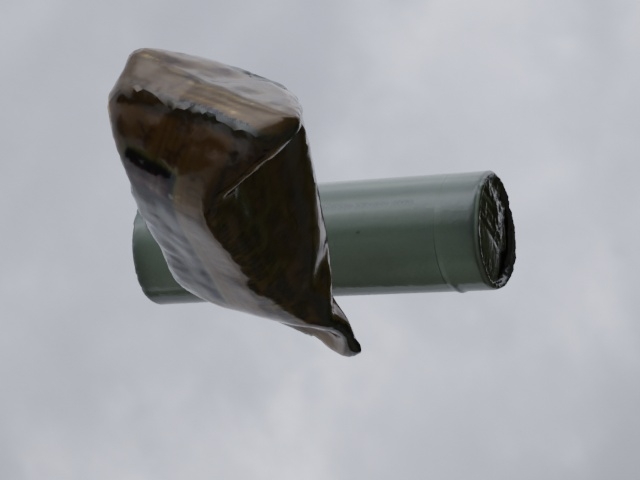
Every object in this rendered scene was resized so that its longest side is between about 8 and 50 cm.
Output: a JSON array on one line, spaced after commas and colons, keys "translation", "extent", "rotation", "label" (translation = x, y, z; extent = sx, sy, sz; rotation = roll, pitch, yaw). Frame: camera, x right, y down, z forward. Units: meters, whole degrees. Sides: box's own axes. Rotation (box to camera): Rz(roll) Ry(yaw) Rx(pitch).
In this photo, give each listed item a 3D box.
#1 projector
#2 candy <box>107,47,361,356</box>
[{"translation": [0.000, 0.000, 1.601], "extent": [0.108, 0.337, 0.108], "rotation": [-3, -90, -67], "label": "projector"}, {"translation": [-0.052, -0.015, 1.137], "extent": [0.101, 0.143, 0.271], "rotation": [-54, -27, -22], "label": "candy"}]
